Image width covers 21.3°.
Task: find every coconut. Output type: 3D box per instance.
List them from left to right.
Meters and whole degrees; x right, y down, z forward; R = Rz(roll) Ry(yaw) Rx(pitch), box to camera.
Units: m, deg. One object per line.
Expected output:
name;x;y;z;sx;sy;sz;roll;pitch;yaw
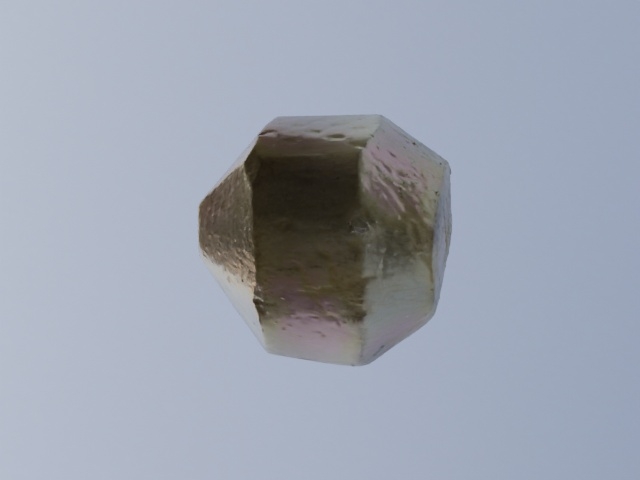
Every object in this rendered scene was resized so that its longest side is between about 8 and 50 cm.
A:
coconut;0.000;0.000;1.492;0.237;0.197;0.237;3;-72;10
